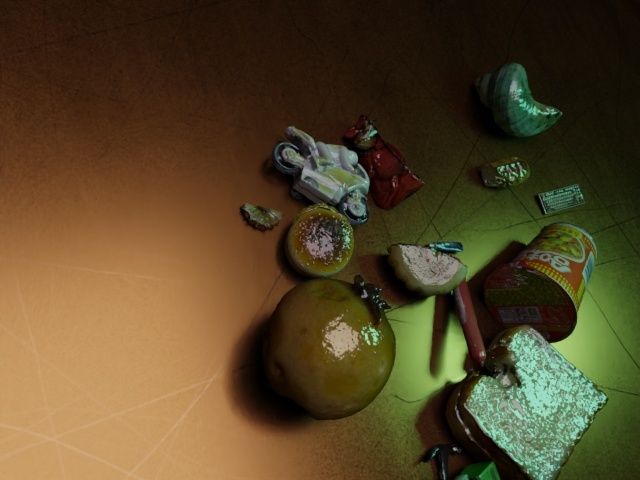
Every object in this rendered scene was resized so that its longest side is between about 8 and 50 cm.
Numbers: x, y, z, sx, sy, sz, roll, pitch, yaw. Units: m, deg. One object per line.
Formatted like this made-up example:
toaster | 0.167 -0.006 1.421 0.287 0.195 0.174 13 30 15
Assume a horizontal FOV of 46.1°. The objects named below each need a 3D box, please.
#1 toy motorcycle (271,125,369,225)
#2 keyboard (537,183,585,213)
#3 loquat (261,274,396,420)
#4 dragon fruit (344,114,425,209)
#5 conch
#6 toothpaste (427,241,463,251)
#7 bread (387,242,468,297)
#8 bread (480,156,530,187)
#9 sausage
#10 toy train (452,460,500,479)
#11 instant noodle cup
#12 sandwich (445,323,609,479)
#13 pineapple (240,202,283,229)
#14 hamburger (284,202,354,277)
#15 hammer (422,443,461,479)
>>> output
toy motorcycle | 0.016 -0.132 1.444 0.229 0.074 0.151 37 57 -6
keyboard | 0.548 -0.094 1.710 0.129 0.015 0.049 -14 76 -29
loquat | 0.020 0.169 1.234 0.244 0.244 0.244 9 66 -22
dragon fruit | 0.137 -0.174 1.505 0.122 0.092 0.192 -30 84 -31
conch | 0.439 -0.314 1.688 0.188 0.122 0.176 52 38 -1
toothpaste | 0.254 0.012 1.529 0.083 0.019 0.027 3 45 -25
bread | 0.204 0.064 1.446 0.157 0.083 0.094 5 69 -11
bread | 0.410 -0.148 1.644 0.110 0.060 0.066 -15 48 -30
sausage | 0.280 0.130 1.455 0.034 0.034 0.253 9 52 -22
toy train | 0.297 0.514 1.303 0.119 0.085 0.251 -19 87 -53
instant noodle cup | 0.461 0.069 1.522 0.193 0.193 0.212 47 51 -2
sandwich | 0.381 0.316 1.422 0.249 0.095 0.273 46 59 0
pineapple | -0.107 -0.042 1.381 0.083 0.019 0.045 16 61 -22
hamburger | 0.000 0.000 1.377 0.126 0.081 0.141 35 61 -9
hammer | 0.224 0.463 1.331 0.078 0.021 0.201 7 68 -28
